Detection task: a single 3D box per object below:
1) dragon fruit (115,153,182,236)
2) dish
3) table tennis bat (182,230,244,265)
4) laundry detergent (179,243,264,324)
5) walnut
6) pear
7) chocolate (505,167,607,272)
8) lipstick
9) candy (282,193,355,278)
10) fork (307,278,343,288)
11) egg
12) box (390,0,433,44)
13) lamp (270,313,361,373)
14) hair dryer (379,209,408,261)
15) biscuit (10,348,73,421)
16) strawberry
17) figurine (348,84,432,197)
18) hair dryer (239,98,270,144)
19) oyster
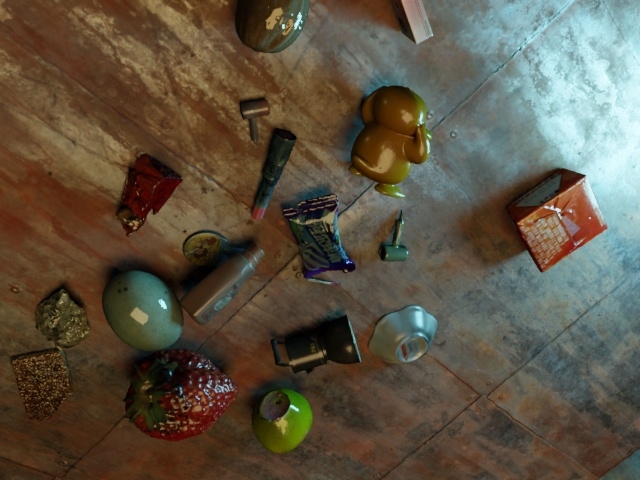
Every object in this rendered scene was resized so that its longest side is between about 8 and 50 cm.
[{"bbox_3d":[-0.410,-0.101,1.488,0.092,0.122,0.192,37,114,6],"label":"dragon fruit"},{"bbox_3d":[0.265,0.310,1.981,0.230,0.081,0.229,-9,126,-13],"label":"dish"},{"bbox_3d":[-0.268,0.023,1.637,0.155,0.019,0.100,7,119,-21],"label":"table tennis bat"},{"bbox_3d":[-0.240,0.111,1.646,0.237,0.076,0.171,-43,169,-12],"label":"laundry detergent"},{"bbox_3d":[-0.097,-0.455,1.304,0.140,0.140,0.162,18,105,-28],"label":"walnut"},{"bbox_3d":[-0.111,0.545,1.952,0.188,0.187,0.219,-26,136,-1],"label":"pear"},{"bbox_3d":[0.671,-0.062,1.861,0.235,0.108,0.237,-36,126,7],"label":"chocolate"},{"bbox_3d":[-0.118,-0.149,1.553,0.053,0.053,0.234,8,121,-24],"label":"lipstick"},{"bbox_3d":[0.000,0.000,1.689,0.145,0.070,0.275,-16,131,0],"label":"candy"},{"bbox_3d":[0.012,0.117,1.802,0.115,0.012,0.016,13,117,-28],"label":"fork"},{"bbox_3d":[-0.430,0.174,1.585,0.169,0.169,0.236,-28,125,0],"label":"egg"},{"bbox_3d":[0.191,-0.499,1.405,0.043,0.089,0.125,-29,126,1],"label":"box"},{"bbox_3d":[-0.010,0.316,1.867,0.228,0.147,0.172,-17,150,2],"label":"lamp"},{"bbox_3d":[0.209,-0.013,1.776,0.071,0.047,0.150,0,112,-22],"label":"hair dryer"},{"bbox_3d":[-0.724,0.387,1.714,0.131,0.026,0.236,-7,124,-13],"label":"biscuit"},{"bbox_3d":[-0.360,0.416,1.742,0.288,0.250,0.238,13,113,-55],"label":"strawberry"},{"bbox_3d":[0.163,-0.234,1.518,0.215,0.215,0.228,36,92,-34],"label":"figurine"},{"bbox_3d":[-0.146,-0.265,1.480,0.063,0.037,0.114,-12,133,-13],"label":"hair dryer"},{"bbox_3d":[-0.637,0.199,1.598,0.125,0.064,0.177,-23,129,-9],"label":"oyster"}]
